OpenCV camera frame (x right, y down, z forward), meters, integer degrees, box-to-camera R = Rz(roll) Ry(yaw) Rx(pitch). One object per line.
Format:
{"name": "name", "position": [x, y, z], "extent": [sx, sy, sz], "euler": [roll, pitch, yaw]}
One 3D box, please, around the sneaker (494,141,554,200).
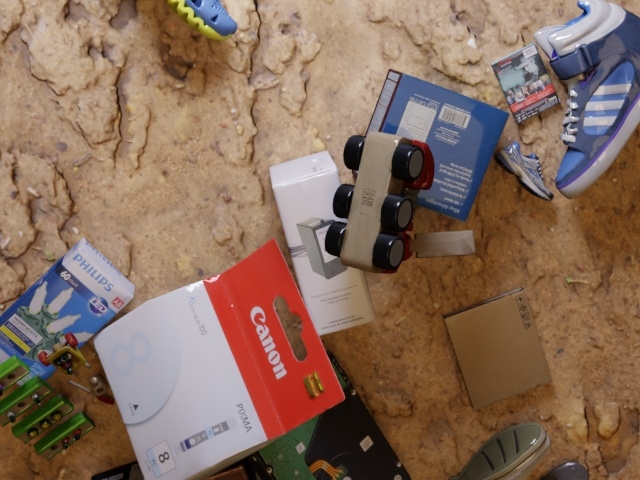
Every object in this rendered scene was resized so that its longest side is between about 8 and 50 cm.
{"name": "sneaker", "position": [0.382, -0.126, 1.779], "extent": [0.135, 0.052, 0.058], "euler": [41, 93, -14]}

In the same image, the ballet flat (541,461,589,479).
{"name": "ballet flat", "position": [0.450, 0.547, 1.954], "extent": [0.084, 0.058, 0.249], "euler": [33, 94, 23]}

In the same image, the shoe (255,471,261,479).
{"name": "shoe", "position": [-0.091, 0.383, 1.857], "extent": [0.064, 0.081, 0.177], "euler": [-19, 78, 30]}

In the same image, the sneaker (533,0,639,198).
{"name": "sneaker", "position": [0.446, -0.263, 1.722], "extent": [0.236, 0.130, 0.322], "euler": [34, 103, -3]}

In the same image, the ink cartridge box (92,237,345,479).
{"name": "ink cartridge box", "position": [-0.183, 0.216, 1.654], "extent": [0.385, 0.091, 0.308], "euler": [-33, 71, 25]}

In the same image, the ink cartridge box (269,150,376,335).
{"name": "ink cartridge box", "position": [0.000, 0.000, 1.696], "extent": [0.115, 0.198, 0.272], "euler": [-15, 104, -1]}

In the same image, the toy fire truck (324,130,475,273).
{"name": "toy fire truck", "position": [0.148, -0.050, 1.597], "extent": [0.159, 0.246, 0.217], "euler": [13, 93, 30]}

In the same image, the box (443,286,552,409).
{"name": "box", "position": [0.338, 0.207, 1.872], "extent": [0.165, 0.021, 0.201], "euler": [-20, 105, 0]}

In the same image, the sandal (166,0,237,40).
{"name": "sandal", "position": [-0.232, -0.469, 1.600], "extent": [0.138, 0.126, 0.317], "euler": [-37, 106, 0]}

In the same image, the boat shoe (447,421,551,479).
{"name": "boat shoe", "position": [0.337, 0.472, 1.898], "extent": [0.103, 0.113, 0.302], "euler": [42, 107, -15]}

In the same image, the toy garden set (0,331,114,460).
{"name": "toy garden set", "position": [-0.468, 0.284, 1.739], "extent": [0.204, 0.049, 0.244], "euler": [-35, 134, -2]}

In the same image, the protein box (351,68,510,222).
{"name": "protein box", "position": [0.186, -0.167, 1.704], "extent": [0.200, 0.136, 0.201], "euler": [19, 101, -10]}

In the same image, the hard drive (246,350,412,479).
{"name": "hard drive", "position": [0.008, 0.405, 1.816], "extent": [0.237, 0.064, 0.338], "euler": [-40, 108, -27]}

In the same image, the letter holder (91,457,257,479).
{"name": "letter holder", "position": [-0.255, 0.516, 1.826], "extent": [0.302, 0.152, 0.214], "euler": [-18, 107, -1]}

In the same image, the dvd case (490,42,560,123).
{"name": "dvd case", "position": [0.367, -0.281, 1.758], "extent": [0.087, 0.013, 0.119], "euler": [-27, 106, 1]}

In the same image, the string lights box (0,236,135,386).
{"name": "string lights box", "position": [-0.469, 0.133, 1.744], "extent": [0.260, 0.077, 0.133], "euler": [-43, 106, 6]}
